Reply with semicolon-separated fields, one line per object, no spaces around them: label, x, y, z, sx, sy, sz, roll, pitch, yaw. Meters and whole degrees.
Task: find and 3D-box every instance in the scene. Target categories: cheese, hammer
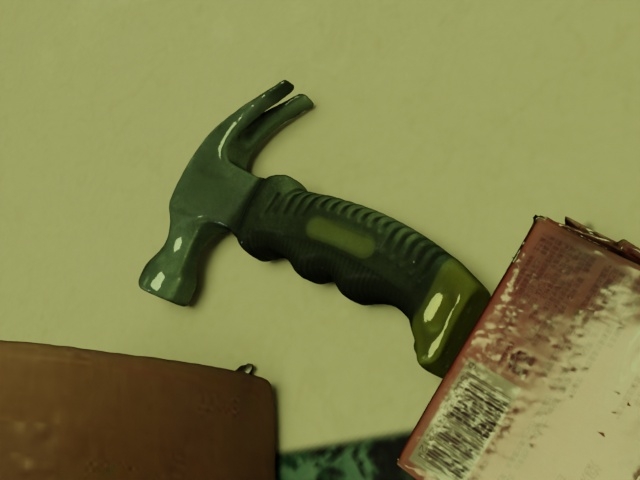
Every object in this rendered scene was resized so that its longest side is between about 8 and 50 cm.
cheese;-0.152;0.120;0.547;0.203;0.177;0.128;-10;67;27
hammer;0.000;0.000;0.587;0.226;0.041;0.159;27;88;36

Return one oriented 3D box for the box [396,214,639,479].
box;0.121;0.077;0.473;0.111;0.060;0.156;33;93;36
